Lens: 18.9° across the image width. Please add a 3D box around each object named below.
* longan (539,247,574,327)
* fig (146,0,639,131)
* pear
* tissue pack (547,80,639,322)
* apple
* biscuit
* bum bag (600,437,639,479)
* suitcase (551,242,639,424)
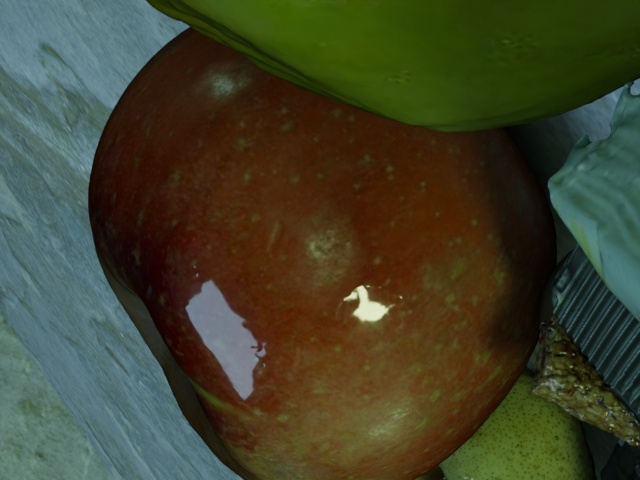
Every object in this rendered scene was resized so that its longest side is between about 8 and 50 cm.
[{"bbox_3d":[0.197,0.045,1.242,0.092,0.113,0.113,-73,-38,-60],"label":"longan"},{"bbox_3d":[0.055,-0.207,0.880,0.343,0.343,0.343,47,158,26],"label":"fig"},{"bbox_3d":[0.137,0.172,1.493,0.167,0.136,0.167,161,90,-74],"label":"pear"},{"bbox_3d":[0.295,0.084,0.719,0.388,0.162,0.287,40,-175,-19],"label":"tissue pack"},{"bbox_3d":[0.000,0.000,1.340,0.348,0.277,0.348,54,167,19],"label":"apple"},{"bbox_3d":[0.222,0.109,1.184,0.199,0.064,0.034,25,140,-8],"label":"biscuit"},{"bbox_3d":[0.251,0.220,1.392,0.142,0.079,0.326,54,162,28],"label":"bum bag"},{"bbox_3d":[0.244,0.020,1.032,0.202,0.128,0.312,52,161,14],"label":"suitcase"}]
